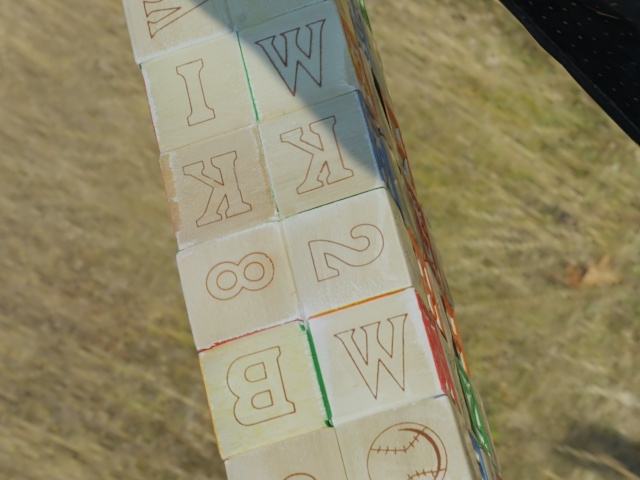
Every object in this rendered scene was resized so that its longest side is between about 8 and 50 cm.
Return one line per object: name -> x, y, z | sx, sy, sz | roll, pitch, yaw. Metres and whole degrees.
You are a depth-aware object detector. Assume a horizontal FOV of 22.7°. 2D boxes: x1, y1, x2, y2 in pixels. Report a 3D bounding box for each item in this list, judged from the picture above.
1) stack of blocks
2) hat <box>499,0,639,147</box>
stack of blocks -> 0.000, 0.000, 0.688 | 0.087, 0.171, 0.297 | -17, 68, 8
hat -> 0.123, -0.074, 0.299 | 0.134, 0.331, 0.331 | -52, 28, 3
